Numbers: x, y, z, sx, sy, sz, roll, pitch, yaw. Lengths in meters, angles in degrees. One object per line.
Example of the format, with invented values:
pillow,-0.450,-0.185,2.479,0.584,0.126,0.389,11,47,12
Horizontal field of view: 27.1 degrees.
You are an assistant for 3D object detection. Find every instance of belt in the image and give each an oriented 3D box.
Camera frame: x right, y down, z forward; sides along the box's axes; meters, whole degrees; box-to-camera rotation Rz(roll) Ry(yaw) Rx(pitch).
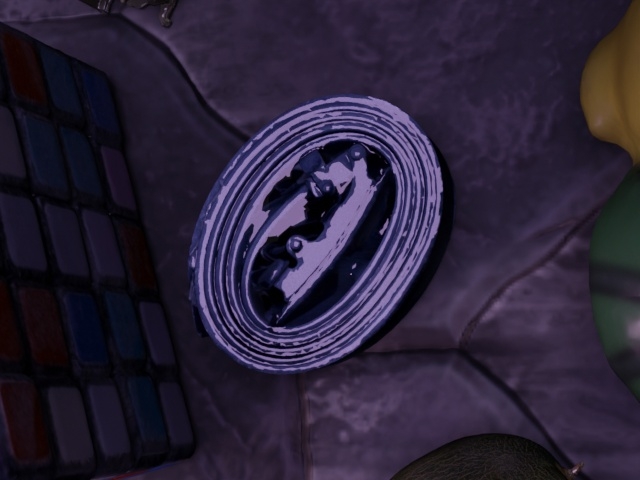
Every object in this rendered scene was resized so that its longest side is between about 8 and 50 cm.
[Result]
belt,0.000,0.000,0.843,0.141,0.082,0.190,36,93,13

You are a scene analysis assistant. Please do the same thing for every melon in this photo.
melon,0.088,0.179,0.785,0.167,0.114,0.114,-36,77,8

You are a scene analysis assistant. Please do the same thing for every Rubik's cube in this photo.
Rubik's cube,-0.278,0.040,0.809,0.293,0.292,0.287,-17,81,11

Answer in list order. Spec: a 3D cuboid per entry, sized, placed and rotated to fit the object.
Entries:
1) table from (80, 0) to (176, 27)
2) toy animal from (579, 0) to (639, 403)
table,-0.130,-0.197,0.899,0.062,0.079,0.083,15,90,18
toy animal,0.246,-0.052,0.724,0.216,0.191,0.338,6,86,15
